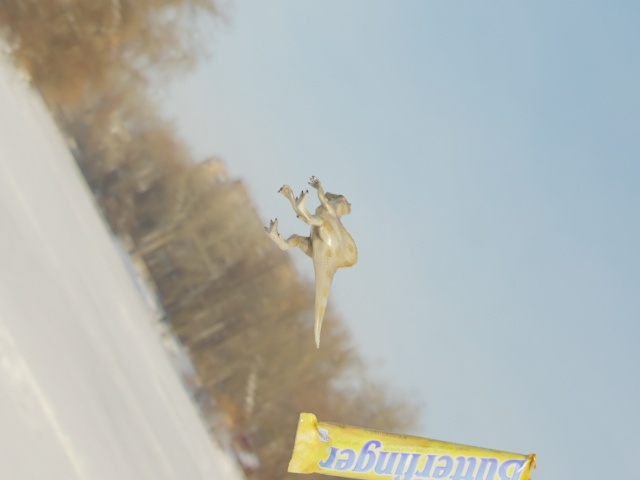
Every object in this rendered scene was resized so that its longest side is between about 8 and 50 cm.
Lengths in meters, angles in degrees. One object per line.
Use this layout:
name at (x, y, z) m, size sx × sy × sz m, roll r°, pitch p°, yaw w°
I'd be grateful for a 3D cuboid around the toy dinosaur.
toy dinosaur at (0.000, 0.000, 1.364) m, size 0.092 × 0.053 × 0.183 m, roll 38°, pitch 39°, yaw -26°

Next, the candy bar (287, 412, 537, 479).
candy bar at (0.062, 0.142, 0.963) m, size 0.018 × 0.161 × 0.040 m, roll -78°, pitch 177°, yaw -83°
